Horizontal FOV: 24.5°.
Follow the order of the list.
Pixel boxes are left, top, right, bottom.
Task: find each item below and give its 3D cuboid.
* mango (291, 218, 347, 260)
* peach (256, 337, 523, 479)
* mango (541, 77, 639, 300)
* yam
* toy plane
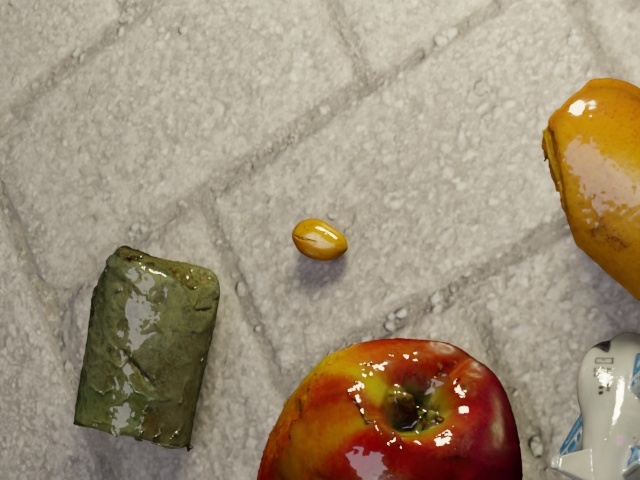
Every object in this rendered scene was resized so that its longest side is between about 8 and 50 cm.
[{"bbox_3d":[0.000,0.000,2.189,0.089,0.046,0.060,15,92,25],"label":"mango"},{"bbox_3d":[0.075,0.322,2.007,0.339,0.353,0.416,60,154,26],"label":"peach"},{"bbox_3d":[0.407,-0.045,1.894,0.350,0.201,0.199,57,141,12],"label":"mango"},{"bbox_3d":[-0.263,0.164,2.241,0.195,0.195,0.300,11,92,29],"label":"yam"},{"bbox_3d":[0.376,0.220,1.867,0.122,0.267,0.267,29,102,-6],"label":"toy plane"}]
